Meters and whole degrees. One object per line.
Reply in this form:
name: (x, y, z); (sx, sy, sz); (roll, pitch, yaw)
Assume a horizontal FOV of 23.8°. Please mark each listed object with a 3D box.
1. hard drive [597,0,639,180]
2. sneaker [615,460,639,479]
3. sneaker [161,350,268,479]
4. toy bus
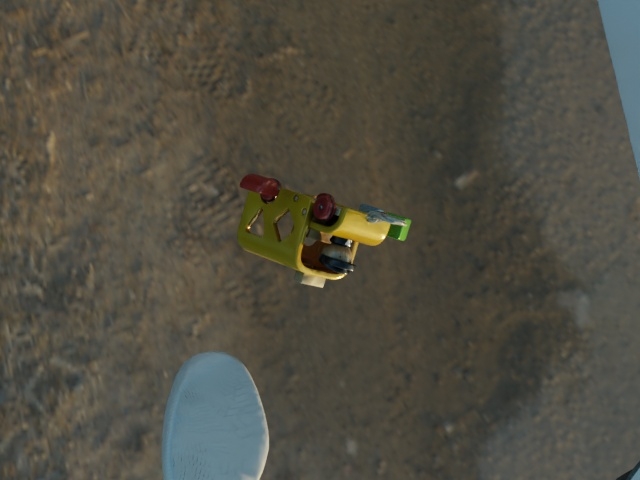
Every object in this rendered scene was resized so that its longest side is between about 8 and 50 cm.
hard drive: (0.313, -0.100, 0.955); (0.040, 0.307, 0.203); (-20, 99, -32)
sneaker: (0.208, 0.084, 0.479); (0.271, 0.108, 0.100); (-25, 136, 20)
sneaker: (-0.087, 0.182, 1.069); (0.080, 0.094, 0.212); (-3, 91, -30)
toy bus: (-0.003, -0.002, 1.735); (0.191, 0.202, 0.104); (17, 93, 4)
